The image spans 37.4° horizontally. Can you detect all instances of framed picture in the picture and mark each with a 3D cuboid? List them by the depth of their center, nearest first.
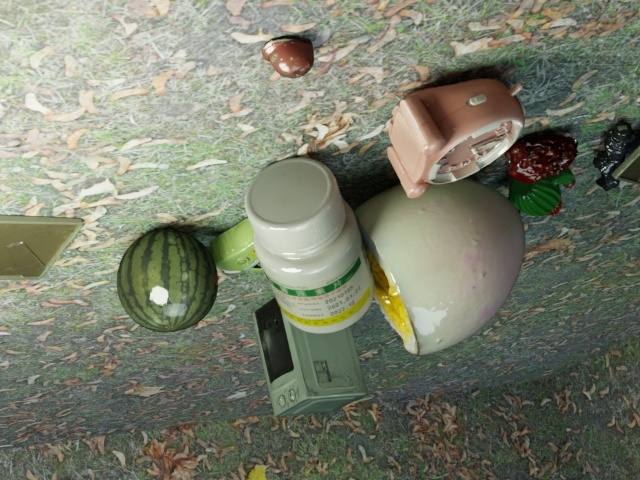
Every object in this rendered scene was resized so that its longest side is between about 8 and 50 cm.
[{"bbox_3d":[-0.598,0.019,1.851,0.192,0.018,0.265,3,152,-37],"label":"framed picture"},{"bbox_3d":[0.743,-0.203,2.069,0.150,0.015,0.203,5,133,-47],"label":"framed picture"}]

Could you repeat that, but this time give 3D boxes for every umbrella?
[{"bbox_3d":[0.639,-0.189,2.069,0.071,0.080,0.224,17,160,15],"label":"umbrella"}]

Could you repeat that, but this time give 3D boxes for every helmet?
[{"bbox_3d":[-0.046,-0.273,1.442,0.084,0.049,0.065,-3,157,-27],"label":"helmet"}]

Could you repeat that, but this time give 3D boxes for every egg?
[{"bbox_3d":[0.273,0.025,1.988,0.340,0.354,0.354,-26,159,-6],"label":"egg"}]

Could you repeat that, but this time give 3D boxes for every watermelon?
[{"bbox_3d":[-0.310,0.080,1.925,0.212,0.212,0.212,-12,158,-5],"label":"watermelon"}]

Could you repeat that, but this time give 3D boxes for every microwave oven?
[{"bbox_3d":[-0.037,0.307,2.534,0.237,0.295,0.181,4,151,-38],"label":"microwave oven"}]

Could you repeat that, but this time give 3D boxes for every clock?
[{"bbox_3d":[0.251,-0.208,1.695,0.241,0.142,0.227,-21,160,-11],"label":"clock"}]

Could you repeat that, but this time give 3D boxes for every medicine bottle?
[{"bbox_3d":[-0.021,0.013,1.857,0.208,0.208,0.340,-16,140,4],"label":"medicine bottle"}]

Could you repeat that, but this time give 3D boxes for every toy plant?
[{"bbox_3d":[0.507,-0.109,2.149,0.240,0.088,0.154,-6,143,-39],"label":"toy plant"}]

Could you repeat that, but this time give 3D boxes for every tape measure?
[{"bbox_3d":[-0.129,0.005,2.016,0.177,0.087,0.154,-30,145,24],"label":"tape measure"}]

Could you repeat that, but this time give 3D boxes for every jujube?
[{"bbox_3d":[0.453,-0.169,1.950,0.166,0.104,0.104,-6,157,-25],"label":"jujube"}]
